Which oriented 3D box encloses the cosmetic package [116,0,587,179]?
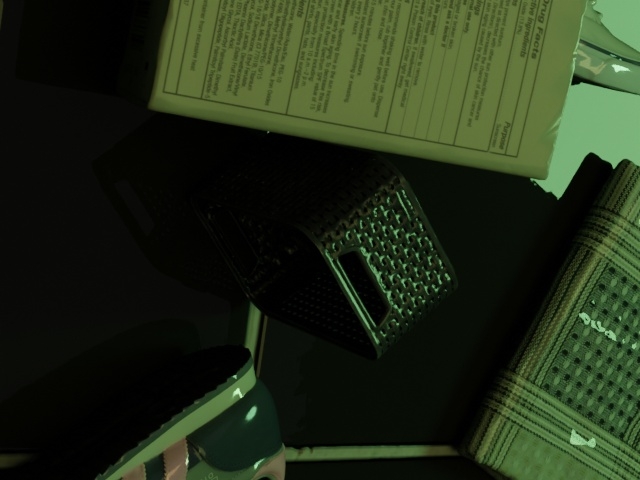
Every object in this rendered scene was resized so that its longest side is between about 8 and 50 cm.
[{"bbox_3d":[0.020,-0.143,1.053,0.296,0.129,0.153,10,97,-19],"label":"cosmetic package"}]

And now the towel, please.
[{"bbox_3d":[0.306,0.136,1.384,0.324,0.056,0.312,36,80,-34],"label":"towel"}]

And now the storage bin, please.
[{"bbox_3d":[0.000,0.000,1.081,0.084,0.180,0.122,-40,119,-21],"label":"storage bin"}]

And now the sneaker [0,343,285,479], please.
[{"bbox_3d":[-0.153,0.208,1.068,0.319,0.112,0.131,-33,113,-22],"label":"sneaker"}]

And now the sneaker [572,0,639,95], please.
[{"bbox_3d":[0.187,-0.188,1.214,0.258,0.094,0.091,18,94,-34],"label":"sneaker"}]
